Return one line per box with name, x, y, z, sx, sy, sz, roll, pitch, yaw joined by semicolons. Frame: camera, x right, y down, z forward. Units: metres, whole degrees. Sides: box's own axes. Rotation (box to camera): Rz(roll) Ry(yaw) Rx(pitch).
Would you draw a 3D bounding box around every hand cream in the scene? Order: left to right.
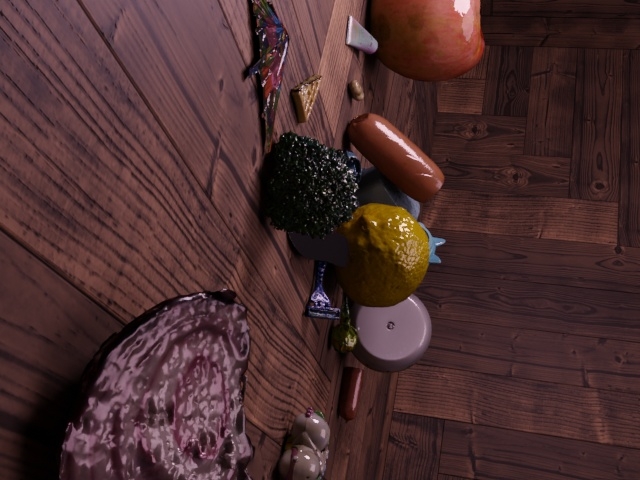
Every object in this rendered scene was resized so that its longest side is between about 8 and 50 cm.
hand cream;0.105;-0.543;1.941;0.174;0.047;0.076;-1;97;-67

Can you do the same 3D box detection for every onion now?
onion;-0.205;0.206;0.845;0.280;0.146;0.314;3;93;-51

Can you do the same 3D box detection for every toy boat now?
toy boat;0.080;-0.190;1.929;0.137;0.060;0.061;79;0;-58

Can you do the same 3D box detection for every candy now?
candy;0.069;0.187;2.052;0.077;0.073;0.262;40;49;-60

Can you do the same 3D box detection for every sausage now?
sausage;0.091;0.479;2.247;0.065;0.065;0.169;57;41;-68
sausage;0.203;-0.231;1.986;0.121;0.304;0.121;-48;-169;13

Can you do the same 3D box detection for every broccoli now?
broccoli;-0.036;-0.103;1.409;0.194;0.194;0.220;-28;99;-73

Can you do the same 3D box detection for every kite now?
kite;-0.092;-0.325;1.302;0.234;0.016;0.321;-66;158;-55

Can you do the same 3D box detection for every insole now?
insole;0.000;0.000;1.661;0.322;0.007;0.109;26;66;-62

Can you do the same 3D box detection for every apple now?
apple;0.310;-0.642;2.140;0.364;0.363;0.364;6;90;-76

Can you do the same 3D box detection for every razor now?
razor;0.008;0.029;1.769;0.056;0.093;0.324;-10;-106;62

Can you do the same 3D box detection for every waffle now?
waffle;-0.027;-0.330;1.530;0.097;0.023;0.153;78;24;-53

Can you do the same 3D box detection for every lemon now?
lemon;0.160;0.045;1.927;0.322;0.268;0.268;66;33;-57

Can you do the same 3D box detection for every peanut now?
peanut;0.097;-0.404;1.966;0.083;0.037;0.037;41;56;-69

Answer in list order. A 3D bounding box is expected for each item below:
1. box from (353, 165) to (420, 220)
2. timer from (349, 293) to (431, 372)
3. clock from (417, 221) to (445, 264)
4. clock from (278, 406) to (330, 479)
box;0.182;-0.108;2.092;0.227;0.130;0.162;52;33;-21
timer;0.205;0.282;2.240;0.285;0.285;0.285;6;90;-76
clock;0.231;0.028;2.178;0.224;0.274;0.094;-64;158;-49
clock;-0.035;0.485;1.659;0.144;0.103;0.231;79;19;-44
